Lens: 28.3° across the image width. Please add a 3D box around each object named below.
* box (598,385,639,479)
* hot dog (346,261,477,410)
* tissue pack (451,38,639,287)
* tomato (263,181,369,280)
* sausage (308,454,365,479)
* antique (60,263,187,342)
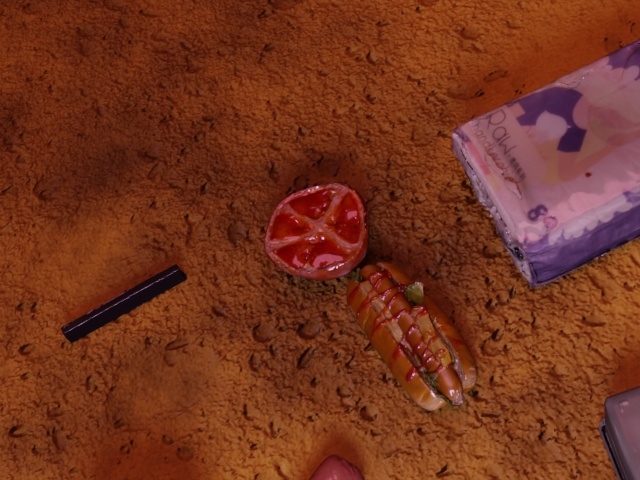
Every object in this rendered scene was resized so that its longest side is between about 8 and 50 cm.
[{"bbox_3d":[0.390,0.237,1.433,0.124,0.093,0.172,-20,51,5],"label":"box"},{"bbox_3d":[0.117,0.117,1.633,0.104,0.076,0.250,-30,49,-4],"label":"hot dog"},{"bbox_3d":[0.372,-0.113,1.676,0.344,0.125,0.242,-26,52,3],"label":"tissue pack"},{"bbox_3d":[0.000,0.000,1.763,0.155,0.069,0.155,-8,54,10],"label":"tomato"},{"bbox_3d":[-0.008,0.331,1.529,0.062,0.062,0.154,26,68,33],"label":"sausage"},{"bbox_3d":[-0.282,0.090,1.825,0.192,0.031,0.015,-29,51,-3],"label":"antique"}]
